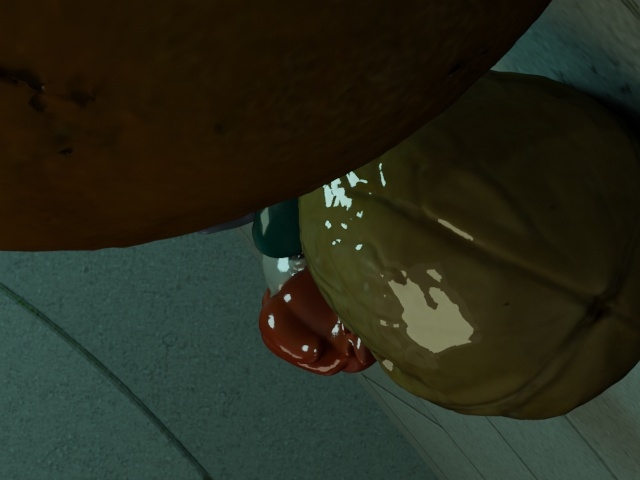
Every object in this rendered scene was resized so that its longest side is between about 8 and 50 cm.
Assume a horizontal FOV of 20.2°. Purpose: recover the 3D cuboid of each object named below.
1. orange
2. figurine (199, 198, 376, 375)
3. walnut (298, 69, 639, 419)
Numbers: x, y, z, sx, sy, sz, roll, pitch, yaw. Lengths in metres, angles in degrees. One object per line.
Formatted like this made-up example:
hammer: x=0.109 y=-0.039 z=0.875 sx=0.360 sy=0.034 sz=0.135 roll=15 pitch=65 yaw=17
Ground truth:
orange: x=-0.051 y=-0.130 z=0.381 sx=0.226 sy=0.284 sz=0.284 roll=47 pitch=173 yaw=37
figurine: x=-0.008 y=0.005 z=1.363 sx=0.208 sy=0.181 sz=0.257 roll=-1 pitch=145 yaw=43
walnut: x=0.077 y=-0.001 z=0.824 sx=0.165 sy=0.165 sz=0.197 roll=54 pitch=175 yaw=-35
